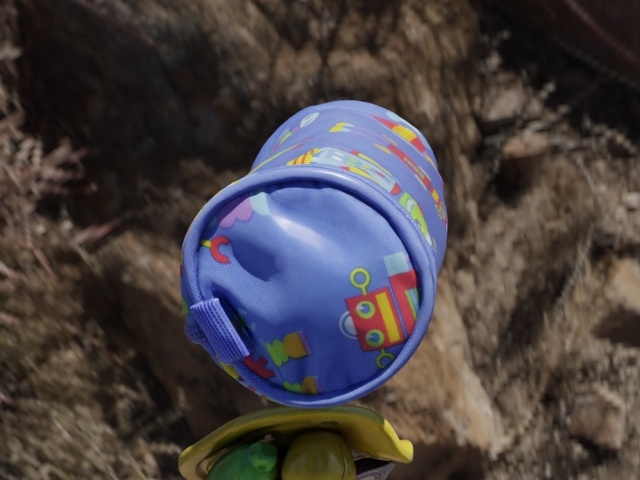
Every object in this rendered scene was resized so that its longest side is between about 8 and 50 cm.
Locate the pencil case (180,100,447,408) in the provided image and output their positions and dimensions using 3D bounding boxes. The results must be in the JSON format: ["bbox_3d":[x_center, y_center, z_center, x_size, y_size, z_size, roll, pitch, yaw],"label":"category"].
[{"bbox_3d":[0.000,0.000,1.023,0.133,0.306,0.119,-32,96,9],"label":"pencil case"}]

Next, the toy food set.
[{"bbox_3d":[-0.026,0.170,1.241,0.128,0.218,0.071,10,64,-26],"label":"toy food set"}]
